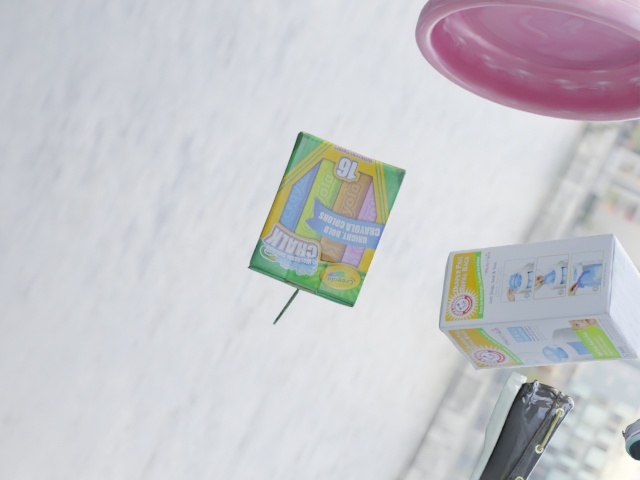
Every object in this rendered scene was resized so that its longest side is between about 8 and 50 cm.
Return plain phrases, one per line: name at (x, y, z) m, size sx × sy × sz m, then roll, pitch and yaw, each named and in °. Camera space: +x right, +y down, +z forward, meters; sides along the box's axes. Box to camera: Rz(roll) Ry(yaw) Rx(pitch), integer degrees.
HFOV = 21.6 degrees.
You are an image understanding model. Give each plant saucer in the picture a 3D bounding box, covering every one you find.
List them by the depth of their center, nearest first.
plant saucer at (0.283, -0.247, 2.025) m, size 0.332 × 0.332 × 0.084 m, roll 91°, pitch 13°, yaw -74°

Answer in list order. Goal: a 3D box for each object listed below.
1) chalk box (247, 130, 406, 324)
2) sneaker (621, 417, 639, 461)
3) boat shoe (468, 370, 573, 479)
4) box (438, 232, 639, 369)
chalk box at (0.000, 0.000, 1.895) m, size 0.132 × 0.132 × 0.213 m, roll -86°, pitch -163°, yaw -89°
sneaker at (0.361, 0.195, 1.741) m, size 0.069 × 0.098 × 0.038 m, roll -92°, pitch 174°, yaw -71°
boat shoe at (0.169, 0.240, 1.585) m, size 0.081 × 0.069 × 0.227 m, roll 6°, pitch 106°, yaw -79°
box at (0.251, 0.072, 1.897) m, size 0.114 × 0.203 × 0.103 m, roll 48°, pitch 43°, yaw -48°
